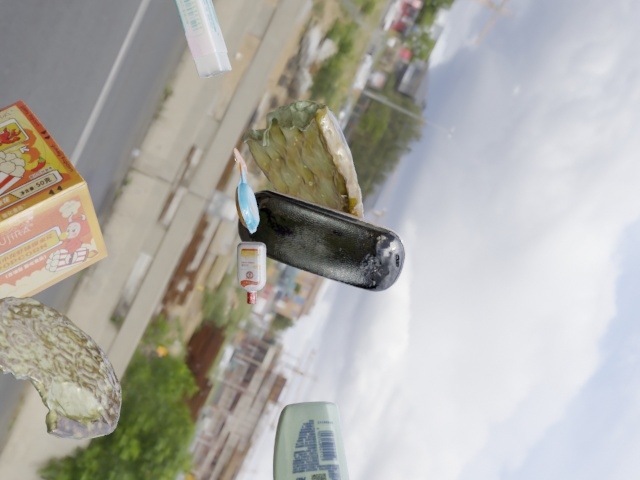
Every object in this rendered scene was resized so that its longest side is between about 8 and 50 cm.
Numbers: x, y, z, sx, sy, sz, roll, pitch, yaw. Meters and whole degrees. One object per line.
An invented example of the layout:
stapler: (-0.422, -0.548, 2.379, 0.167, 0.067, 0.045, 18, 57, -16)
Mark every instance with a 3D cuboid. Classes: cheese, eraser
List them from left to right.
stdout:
eraser: (-0.223, -0.411, 1.727, 0.095, 0.052, 0.225, -59, 133, -78)
cheese: (-0.082, -0.054, 1.038, 0.047, 0.017, 0.111, 62, 14, -52)

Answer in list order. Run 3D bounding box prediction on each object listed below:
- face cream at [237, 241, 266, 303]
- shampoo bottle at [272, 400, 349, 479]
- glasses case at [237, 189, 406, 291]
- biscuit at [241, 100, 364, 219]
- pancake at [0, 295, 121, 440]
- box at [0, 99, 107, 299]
face cream: (-0.093, 0.044, 1.283, 0.021, 0.040, 0.083, -49, 139, -81)
shampoo bottle: (-0.011, 0.461, 1.648, 0.078, 0.134, 0.359, 114, -27, -56)
glasses case: (0.000, 0.000, 1.719, 0.075, 0.314, 0.122, -45, 152, -69)
biscuit: (-0.036, -0.157, 1.795, 0.078, 0.335, 0.329, -36, 140, -25)
pancake: (-0.357, 0.168, 1.284, 0.029, 0.235, 0.212, -38, -179, 18)
box: (-0.560, -0.051, 1.620, 0.283, 0.259, 0.214, -31, 145, -20)
